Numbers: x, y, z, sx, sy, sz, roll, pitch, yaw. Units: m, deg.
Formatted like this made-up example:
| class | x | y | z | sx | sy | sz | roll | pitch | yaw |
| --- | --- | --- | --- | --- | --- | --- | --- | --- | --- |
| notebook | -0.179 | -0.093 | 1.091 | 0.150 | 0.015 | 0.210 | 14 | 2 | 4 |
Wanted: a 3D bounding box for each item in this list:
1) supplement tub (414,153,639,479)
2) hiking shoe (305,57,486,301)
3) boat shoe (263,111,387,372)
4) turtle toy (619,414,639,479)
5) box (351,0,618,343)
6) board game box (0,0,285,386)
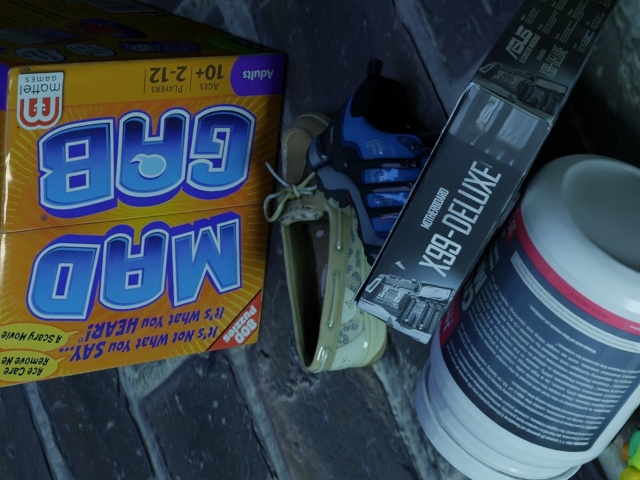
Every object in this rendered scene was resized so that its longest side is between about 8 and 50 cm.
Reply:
| class | x | y | z | sx | sy | sz | roll | pitch | yaw |
| --- | --- | --- | --- | --- | --- | --- | --- | --- | --- |
| supplement tub | 0.214 | 0.077 | 1.488 | 0.191 | 0.191 | 0.272 | 55 | 134 | 30 |
| hiking shoe | 0.097 | -0.043 | 1.681 | 0.304 | 0.113 | 0.132 | 49 | 125 | 31 |
| boat shoe | 0.000 | 0.000 | 1.828 | 0.104 | 0.089 | 0.285 | -23 | 77 | 51 |
| turtle toy | 0.312 | 0.170 | 1.472 | 0.066 | 0.095 | 0.130 | -110 | 35 | -51 |
| box | 0.151 | -0.087 | 1.464 | 0.076 | 0.307 | 0.242 | 29 | 126 | 5 |
| board game box | -0.301 | -0.078 | 1.980 | 0.356 | 0.356 | 0.356 | 26 | 116 | 47 |
